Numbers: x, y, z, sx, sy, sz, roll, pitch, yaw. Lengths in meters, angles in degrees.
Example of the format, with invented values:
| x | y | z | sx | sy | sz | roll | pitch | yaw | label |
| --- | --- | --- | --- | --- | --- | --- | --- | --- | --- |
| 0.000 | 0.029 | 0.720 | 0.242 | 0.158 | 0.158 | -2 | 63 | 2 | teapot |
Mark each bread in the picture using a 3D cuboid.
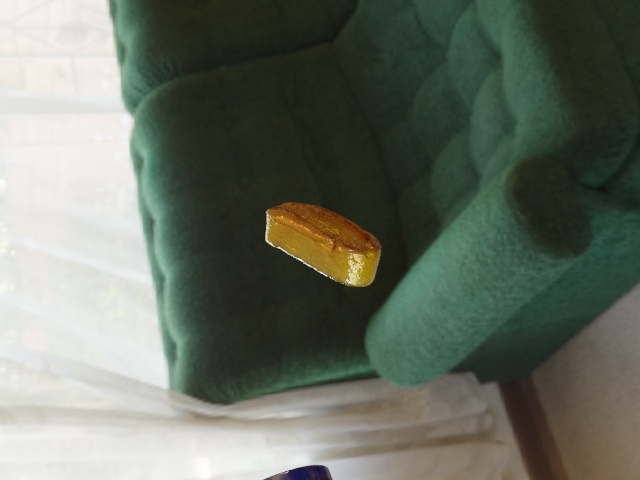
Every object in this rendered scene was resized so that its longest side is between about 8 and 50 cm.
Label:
| x | y | z | sx | sy | sz | roll | pitch | yaw | label |
| --- | --- | --- | --- | --- | --- | --- | --- | --- | --- |
| 0.000 | 0.000 | 1.627 | 0.246 | 0.102 | 0.094 | 28 | 116 | 38 | bread |

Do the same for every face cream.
| x | y | z | sx | sy | sz | roll | pitch | yaw | label |
| --- | --- | --- | --- | --- | --- | --- | --- | --- | --- |
| -0.062 | 0.514 | 1.726 | 0.111 | 0.206 | 0.206 | 67 | 153 | 27 | face cream |
